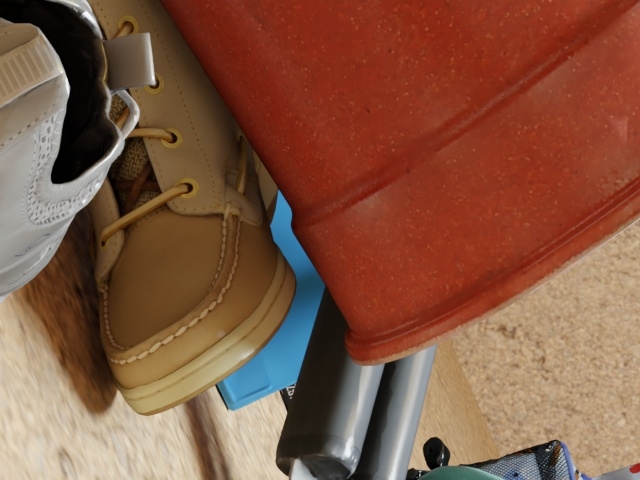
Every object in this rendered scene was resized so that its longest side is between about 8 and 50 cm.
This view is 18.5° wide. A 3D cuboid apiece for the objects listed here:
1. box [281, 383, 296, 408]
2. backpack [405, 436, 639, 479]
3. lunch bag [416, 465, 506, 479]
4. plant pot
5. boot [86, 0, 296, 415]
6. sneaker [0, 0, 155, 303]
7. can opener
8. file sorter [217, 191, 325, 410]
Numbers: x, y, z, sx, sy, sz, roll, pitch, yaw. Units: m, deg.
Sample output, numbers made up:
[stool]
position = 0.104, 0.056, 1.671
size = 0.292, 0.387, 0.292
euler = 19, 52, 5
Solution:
[box]
position = -0.005, 0.116, 1.336
size = 0.083, 0.018, 0.067
euler = 50, 17, -68
[backpack]
position = 0.184, 0.305, 1.435
size = 0.263, 0.213, 0.276
euler = -82, 152, -58
[lunch bag]
position = 0.128, 0.223, 0.991
size = 0.223, 0.160, 0.262
euler = 22, 4, -7
[plant pot]
position = 0.044, -0.132, 0.863
size = 0.265, 0.272, 0.272
euler = 53, 8, -7
[boot]
position = -0.095, -0.057, 0.894
size = 0.203, 0.095, 0.262
euler = 59, 15, -24
[sneaker]
position = -0.100, -0.032, 0.644
size = 0.281, 0.115, 0.105
euler = -78, 144, -80
[can opener]
position = 0.026, 0.107, 0.984
size = 0.074, 0.093, 0.280
euler = 48, 41, -37
[file sorter]
position = 0.000, 0.000, 1.139
size = 0.104, 0.170, 0.118
euler = -102, 167, -79
